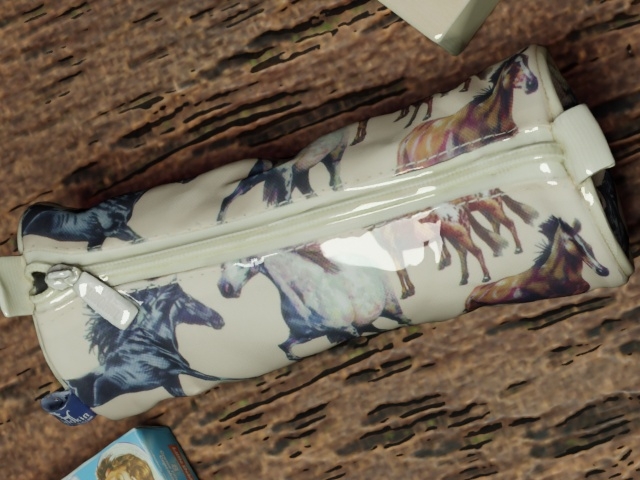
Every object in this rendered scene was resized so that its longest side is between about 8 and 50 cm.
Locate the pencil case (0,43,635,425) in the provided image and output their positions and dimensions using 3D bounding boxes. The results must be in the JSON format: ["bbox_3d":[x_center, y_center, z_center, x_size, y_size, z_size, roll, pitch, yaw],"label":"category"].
[{"bbox_3d":[0.000,0.000,1.083,0.410,0.183,0.160,-16,88,17],"label":"pencil case"}]

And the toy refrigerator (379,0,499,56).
[{"bbox_3d":[0.010,-0.244,1.112,0.269,0.094,0.102,37,98,11],"label":"toy refrigerator"}]

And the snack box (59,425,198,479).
[{"bbox_3d":[-0.113,0.316,1.177,0.187,0.060,0.322,-36,73,16],"label":"snack box"}]
